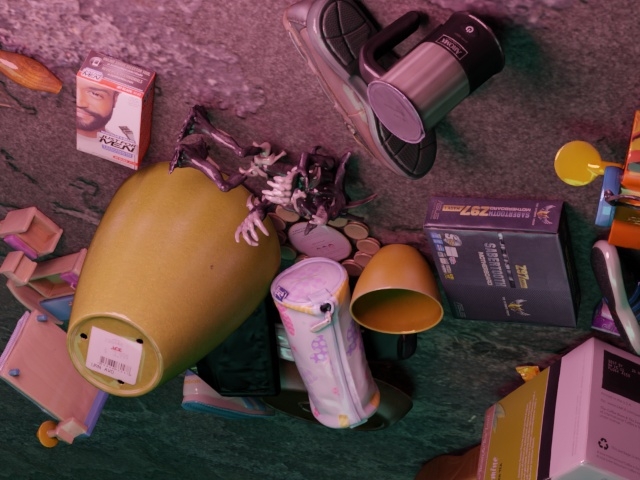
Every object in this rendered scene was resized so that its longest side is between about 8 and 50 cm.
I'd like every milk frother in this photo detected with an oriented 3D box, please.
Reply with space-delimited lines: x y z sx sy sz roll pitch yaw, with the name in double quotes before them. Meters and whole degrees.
"milk frother" 0.118 -0.169 1.278 0.129 0.135 0.143 35 157 36

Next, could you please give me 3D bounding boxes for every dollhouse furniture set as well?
"dollhouse furniture set" -0.500 0.159 1.924 0.198 0.303 0.286 -13 136 38

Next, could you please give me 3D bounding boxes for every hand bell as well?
"hand bell" -0.448 -0.252 1.497 0.242 0.126 0.126 24 149 -31

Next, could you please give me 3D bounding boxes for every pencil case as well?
"pencil case" 0.014 0.157 1.724 0.124 0.113 0.273 33 147 46

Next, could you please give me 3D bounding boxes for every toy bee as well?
"toy bee" 0.383 -0.084 1.292 0.195 0.162 0.298 14 173 -8

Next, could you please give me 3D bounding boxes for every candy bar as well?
"candy bar" 0.372 0.253 1.892 0.040 0.018 0.161 -7 140 34

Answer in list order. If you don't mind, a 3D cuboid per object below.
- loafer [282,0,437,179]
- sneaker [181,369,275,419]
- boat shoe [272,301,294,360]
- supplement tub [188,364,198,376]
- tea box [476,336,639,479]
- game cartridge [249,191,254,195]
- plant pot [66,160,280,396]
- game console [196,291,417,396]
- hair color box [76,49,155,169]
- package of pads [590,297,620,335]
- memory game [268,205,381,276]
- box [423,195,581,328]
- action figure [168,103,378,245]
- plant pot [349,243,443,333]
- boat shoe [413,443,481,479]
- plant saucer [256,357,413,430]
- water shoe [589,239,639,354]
"loafer" 0.050 -0.183 1.356 0.084 0.096 0.267 12 146 48
"sneaker" -0.163 0.285 2.153 0.087 0.092 0.229 -12 156 35
"boat shoe" -0.125 0.117 1.888 0.258 0.095 0.084 17 119 -10
"supplement tub" -0.222 0.162 1.973 0.106 0.106 0.198 -14 135 40
"tea box" 0.464 0.359 1.796 0.329 0.220 0.323 23 145 -12
"game cartridge" -0.126 -0.050 1.692 0.056 0.017 0.083 17 148 -5
"plant pot" -0.227 0.077 1.595 0.275 0.293 0.274 8 123 12
"game console" -0.026 0.159 1.830 0.361 0.044 0.213 0 124 4
"hair color box" -0.279 -0.174 1.549 0.093 0.053 0.167 19 146 1
"package of pads" 0.435 0.115 1.642 0.083 0.032 0.050 18 145 1
"memory game" 0.000 0.000 1.706 0.186 0.012 0.186 13 148 9
"box" 0.256 0.033 1.583 0.183 0.059 0.232 3 145 21
"action figure" -0.066 -0.070 1.520 0.276 0.141 0.164 24 136 -5
"plant pot" 0.111 0.063 1.656 0.134 0.095 0.134 3 147 2
"boat shoe" 0.280 0.461 2.175 0.096 0.098 0.277 33 144 -20
"plant saucer" 0.007 0.281 2.030 0.311 0.050 0.310 12 159 5
"water shoe" 0.427 0.065 1.555 0.080 0.073 0.203 -28 125 1
